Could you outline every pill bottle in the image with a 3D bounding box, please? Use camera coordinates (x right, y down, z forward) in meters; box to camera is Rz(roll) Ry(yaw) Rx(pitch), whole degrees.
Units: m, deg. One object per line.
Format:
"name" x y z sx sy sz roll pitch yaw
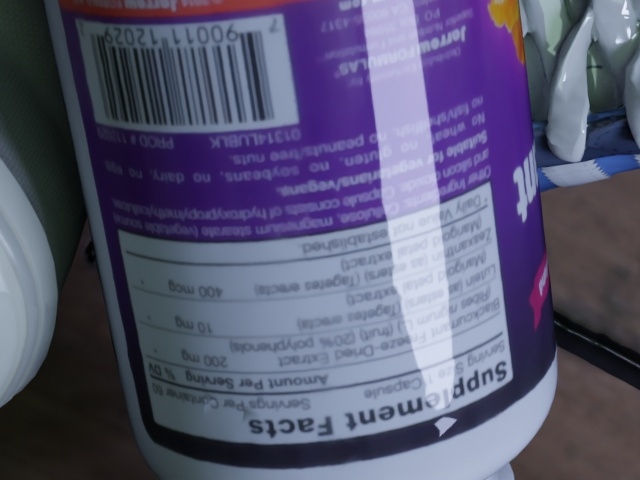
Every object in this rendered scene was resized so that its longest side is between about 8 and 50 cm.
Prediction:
"pill bottle" 0.000 0.000 0.445 0.108 0.108 0.193 -16 113 -17

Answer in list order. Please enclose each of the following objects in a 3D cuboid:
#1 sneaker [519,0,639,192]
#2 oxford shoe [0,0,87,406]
"sneaker" 0.108 -0.075 0.497 0.323 0.236 0.130 -9 95 -18
"oxford shoe" -0.230 -0.127 0.450 0.449 0.169 0.130 41 40 -8
